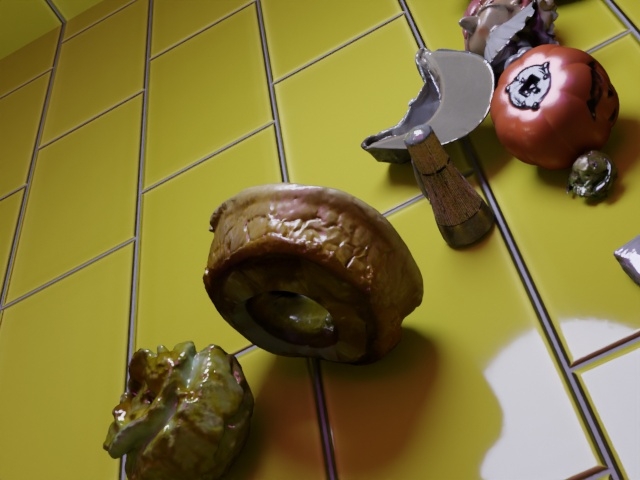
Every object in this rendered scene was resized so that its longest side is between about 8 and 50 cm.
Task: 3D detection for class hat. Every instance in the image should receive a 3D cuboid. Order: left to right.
[{"bbox_3d":[0.196,-0.199,1.804,0.244,0.149,0.214,24,76,40],"label":"hat"}]

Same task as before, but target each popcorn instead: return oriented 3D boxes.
[{"bbox_3d":[-0.191,0.249,1.510,0.204,0.183,0.221,-8,52,54],"label":"popcorn"}]

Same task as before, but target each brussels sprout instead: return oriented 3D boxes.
[{"bbox_3d":[0.391,-0.095,1.561,0.085,0.058,0.085,-18,53,26],"label":"brussels sprout"}]

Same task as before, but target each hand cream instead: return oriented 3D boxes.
[{"bbox_3d":[0.181,-0.085,1.591,0.084,0.203,0.084,-22,36,17],"label":"hand cream"}]

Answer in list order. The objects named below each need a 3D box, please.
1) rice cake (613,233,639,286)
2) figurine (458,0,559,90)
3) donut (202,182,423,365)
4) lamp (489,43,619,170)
[{"bbox_3d":[0.468,0.060,1.292,0.106,0.050,0.298,-34,33,0],"label":"rice cake"},{"bbox_3d":[0.312,-0.357,1.857,0.166,0.207,0.387,11,33,-12],"label":"figurine"},{"bbox_3d":[-0.018,0.064,1.500,0.330,0.330,0.160,-6,53,36],"label":"donut"},{"bbox_3d":[0.356,-0.196,1.629,0.187,0.164,0.188,-20,57,35],"label":"lamp"}]
